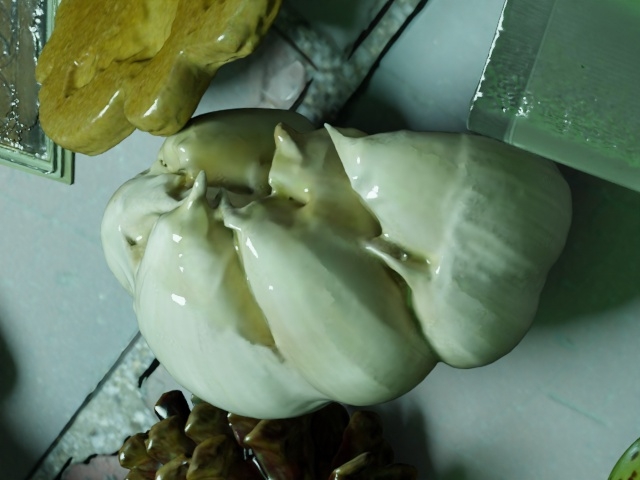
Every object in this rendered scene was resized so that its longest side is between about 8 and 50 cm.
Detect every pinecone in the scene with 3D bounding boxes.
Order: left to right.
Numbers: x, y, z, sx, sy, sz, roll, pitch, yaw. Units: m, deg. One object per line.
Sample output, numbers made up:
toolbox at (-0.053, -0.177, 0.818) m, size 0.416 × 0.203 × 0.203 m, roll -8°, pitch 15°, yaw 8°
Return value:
pinecone at (-0.045, 0.175, 1.155) m, size 0.212 × 0.169 × 0.185 m, roll 22°, pitch 112°, yaw 21°

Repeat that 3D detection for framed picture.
framed picture at (-0.250, -0.173, 1.212) m, size 0.197 × 0.014 × 0.252 m, roll 17°, pitch 118°, yaw 23°

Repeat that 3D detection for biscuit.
biscuit at (-0.097, -0.132, 1.067) m, size 0.035 × 0.184 × 0.249 m, roll 27°, pitch 144°, yaw -32°

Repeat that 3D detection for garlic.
garlic at (-0.009, 0.014, 1.026) m, size 0.281 × 0.203 × 0.184 m, roll 11°, pitch 77°, yaw 33°

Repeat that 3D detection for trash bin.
trash bin at (0.220, -0.083, 0.897) m, size 0.241 × 0.164 × 0.122 m, roll 26°, pitch 122°, yaw 17°

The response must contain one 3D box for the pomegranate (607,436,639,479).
pomegranate at (0.238, 0.149, 1.029) m, size 0.129 × 0.159 × 0.129 m, roll 46°, pitch 167°, yaw 14°
